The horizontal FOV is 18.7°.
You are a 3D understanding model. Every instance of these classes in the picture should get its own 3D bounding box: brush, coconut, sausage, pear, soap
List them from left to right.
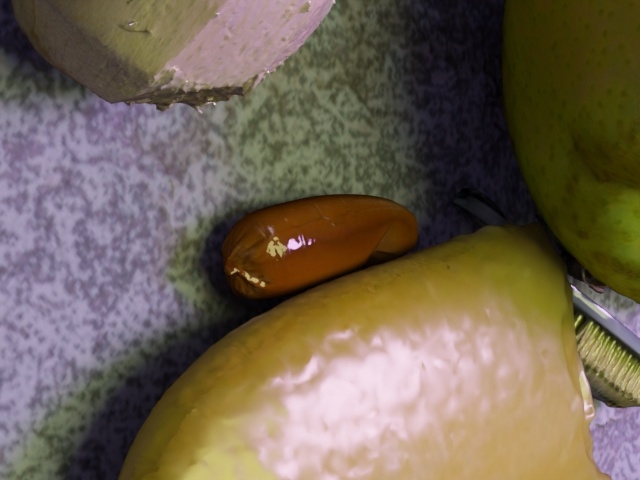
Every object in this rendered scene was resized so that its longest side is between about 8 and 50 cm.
[{"bbox_3d":[-0.067,-0.167,1.022,0.194,0.194,0.194,-6,98,-49],"label":"coconut"},{"bbox_3d":[0.000,0.000,1.209,0.183,0.062,0.054,-14,67,-48],"label":"sausage"},{"bbox_3d":[0.023,0.171,1.207,0.427,0.115,0.306,-25,118,-46],"label":"soap"},{"bbox_3d":[0.174,0.057,1.425,0.297,0.068,0.060,39,86,-40],"label":"brush"},{"bbox_3d":[0.289,-0.124,1.283,0.391,0.391,0.391,-6,98,-49],"label":"pear"}]

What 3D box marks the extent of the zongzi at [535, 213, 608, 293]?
[{"bbox_3d":[0.247,-0.047,1.478,0.187,0.084,0.184,10,80,-45],"label":"zongzi"}]
